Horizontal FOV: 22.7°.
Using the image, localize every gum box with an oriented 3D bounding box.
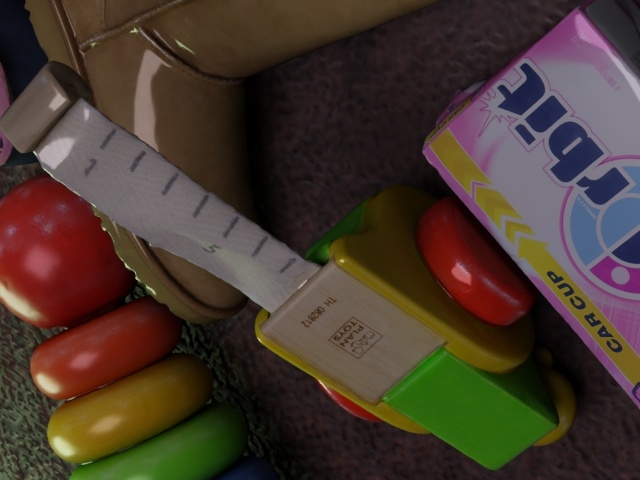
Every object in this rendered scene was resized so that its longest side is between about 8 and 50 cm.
[{"bbox_3d":[0.145,-0.018,0.737,0.188,0.062,0.107,50,124,3],"label":"gum box"}]

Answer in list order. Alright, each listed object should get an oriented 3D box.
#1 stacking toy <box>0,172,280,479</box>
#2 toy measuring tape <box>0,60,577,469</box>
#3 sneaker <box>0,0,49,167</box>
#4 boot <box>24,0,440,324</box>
[{"bbox_3d":[-0.095,0.117,0.886,0.141,0.141,0.330,-23,93,33],"label":"stacking toy"},{"bbox_3d":[0.000,0.000,0.753,0.330,0.121,0.121,34,128,-25],"label":"toy measuring tape"},{"bbox_3d":[-0.268,-0.143,0.874,0.319,0.131,0.112,31,121,16],"label":"sneaker"},{"bbox_3d":[-0.007,-0.099,0.775,0.270,0.089,0.236,-21,98,32],"label":"boot"}]
